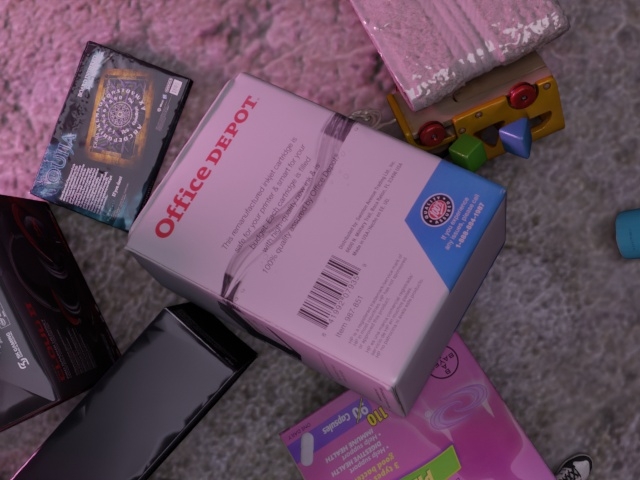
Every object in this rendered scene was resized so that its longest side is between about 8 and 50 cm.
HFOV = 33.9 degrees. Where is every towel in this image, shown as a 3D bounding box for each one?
[{"bbox_3d":[0.118,-0.287,1.108,0.187,0.049,0.282,-28,66,3],"label":"towel"}]

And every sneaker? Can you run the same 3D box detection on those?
[{"bbox_3d":[0.265,0.266,1.144,0.083,0.037,0.032,-40,86,0],"label":"sneaker"}]

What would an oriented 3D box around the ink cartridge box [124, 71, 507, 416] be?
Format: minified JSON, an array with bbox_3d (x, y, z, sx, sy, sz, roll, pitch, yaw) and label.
[{"bbox_3d":[0.000,0.000,1.052,0.307,0.129,0.223,26,75,19],"label":"ink cartridge box"}]

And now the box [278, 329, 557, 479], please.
[{"bbox_3d":[0.115,0.249,1.076,0.213,0.117,0.243,-33,70,2],"label":"box"}]

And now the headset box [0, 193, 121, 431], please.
[{"bbox_3d":[-0.316,0.071,1.044,0.110,0.293,0.218,-27,87,2],"label":"headset box"}]

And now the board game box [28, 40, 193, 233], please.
[{"bbox_3d":[-0.234,-0.116,1.176,0.126,0.026,0.186,22,90,3],"label":"board game box"}]

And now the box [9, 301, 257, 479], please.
[{"bbox_3d":[-0.195,0.191,1.092,0.103,0.184,0.261,42,91,5],"label":"box"}]

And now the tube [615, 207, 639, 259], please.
[{"bbox_3d":[0.413,-0.018,1.083,0.207,0.052,0.080,-9,107,35],"label":"tube"}]

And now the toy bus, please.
[{"bbox_3d":[0.158,-0.130,1.121,0.202,0.104,0.191,14,57,34],"label":"toy bus"}]
